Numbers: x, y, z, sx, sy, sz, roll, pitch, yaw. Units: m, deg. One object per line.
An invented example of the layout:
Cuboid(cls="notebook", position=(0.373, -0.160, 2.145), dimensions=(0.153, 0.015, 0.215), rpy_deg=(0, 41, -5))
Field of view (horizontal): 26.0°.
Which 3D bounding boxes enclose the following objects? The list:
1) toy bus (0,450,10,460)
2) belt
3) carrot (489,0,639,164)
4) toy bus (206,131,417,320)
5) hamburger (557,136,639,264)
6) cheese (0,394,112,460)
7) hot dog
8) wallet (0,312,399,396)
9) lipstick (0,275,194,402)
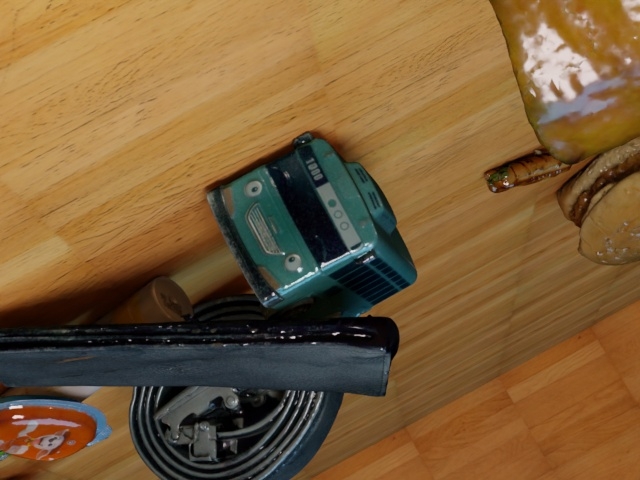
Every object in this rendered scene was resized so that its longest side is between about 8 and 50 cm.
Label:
Cuboid(cls="toy bus", position=(-0.348, 0.227, 1.582), dimensions=(0.037, 0.031, 0.083), rpy_deg=(-42, 162, 17))
Cuboid(cls="belt", position=(-0.084, 0.161, 1.510), dimensions=(0.267, 0.206, 0.116), rpy_deg=(-44, 161, 10))
Cuboid(cls="carrot", position=(0.242, -0.218, 0.809), dimensions=(0.341, 0.241, 0.241), rpy_deg=(-33, 164, 23))
Cuboid(cls="toy bus", position=(0.000, 0.000, 1.292), dimensions=(0.147, 0.128, 0.256), rpy_deg=(-30, 166, 6))
Cuboid(cls="hamburger", position=(0.462, -0.076, 1.835), dimensions=(0.260, 0.144, 0.283), rpy_deg=(-11, 151, -41))
Cuboid(cls="cheese", position=(-0.314, 0.175, 1.349), dimensions=(0.256, 0.037, 0.106), rpy_deg=(18, 132, -42))
Cuboid(cls="hot dog", position=(0.244, -0.084, 1.628), dimensions=(0.122, 0.037, 0.049), rpy_deg=(-14, 171, -27))
Cuboid(cls="wallet", position=(-0.119, 0.105, 1.260), dimensions=(0.379, 0.046, 0.190), rpy_deg=(1, 164, 2))
Cuboid(cls="lipstick", position=(-0.240, 0.128, 1.402), dimensions=(0.264, 0.059, 0.059), rpy_deg=(-36, 163, 24))
